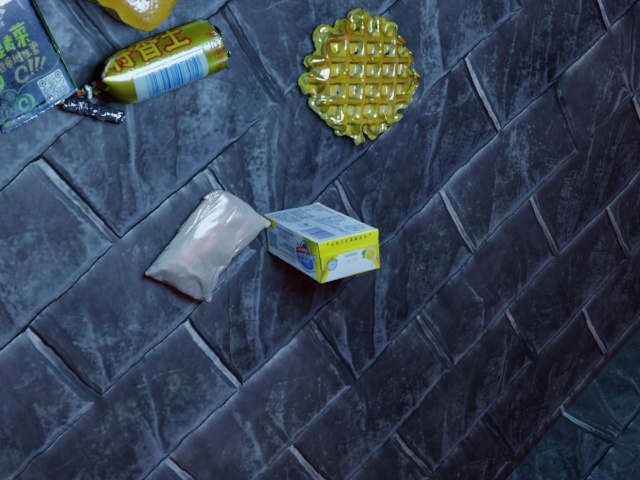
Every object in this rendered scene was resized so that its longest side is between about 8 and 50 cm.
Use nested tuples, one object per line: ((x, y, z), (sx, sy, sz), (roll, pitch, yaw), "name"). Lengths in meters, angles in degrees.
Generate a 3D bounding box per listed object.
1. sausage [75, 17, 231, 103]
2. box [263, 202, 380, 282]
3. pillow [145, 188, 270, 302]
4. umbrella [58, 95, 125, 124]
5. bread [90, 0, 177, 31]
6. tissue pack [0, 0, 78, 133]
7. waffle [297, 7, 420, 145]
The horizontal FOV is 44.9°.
((-0.352, -0.353, 1.576), (0.318, 0.125, 0.117), (-26, 120, -20), "sausage")
((0.000, 0.000, 1.808), (0.168, 0.265, 0.097), (-14, 113, -30), "box")
((-0.254, 0.015, 1.774), (0.173, 0.067, 0.270), (40, 82, -28), "pillow")
((-0.469, -0.267, 1.573), (0.144, 0.040, 0.037), (12, 107, -33), "umbrella")
((-0.388, -0.526, 1.497), (0.245, 0.121, 0.174), (40, 83, -32), "bread")
((-0.563, -0.332, 1.398), (0.173, 0.073, 0.235), (-39, 135, -22), "tissue pack")
((0.101, -0.400, 1.868), (0.302, 0.068, 0.325), (-50, 125, -9), "waffle")
